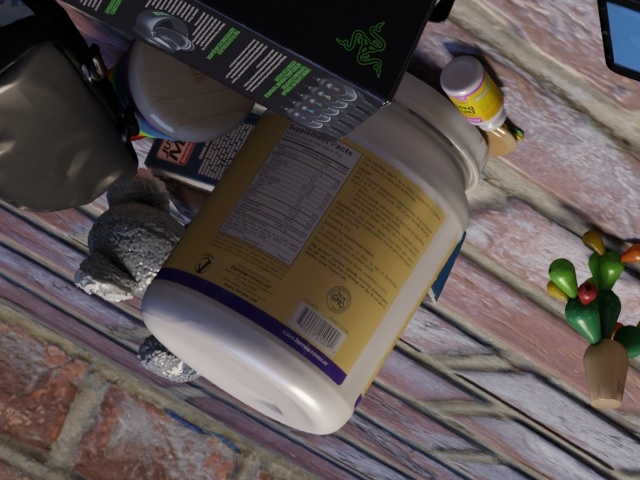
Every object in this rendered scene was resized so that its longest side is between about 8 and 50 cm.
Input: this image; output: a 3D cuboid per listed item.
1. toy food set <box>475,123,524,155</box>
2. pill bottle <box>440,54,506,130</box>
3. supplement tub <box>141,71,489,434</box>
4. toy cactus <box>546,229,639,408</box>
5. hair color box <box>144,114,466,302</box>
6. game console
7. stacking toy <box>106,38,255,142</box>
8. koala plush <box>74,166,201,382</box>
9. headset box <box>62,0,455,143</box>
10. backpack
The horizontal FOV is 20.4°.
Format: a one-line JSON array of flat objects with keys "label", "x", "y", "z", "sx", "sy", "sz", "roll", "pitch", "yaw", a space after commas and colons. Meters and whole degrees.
[{"label": "toy food set", "x": 0.163, "y": -0.111, "z": 1.808, "sx": 0.082, "sy": 0.020, "sz": 0.083, "roll": 32, "pitch": 161, "yaw": -26}, {"label": "pill bottle", "x": 0.149, "y": -0.138, "z": 1.704, "sx": 0.043, "sy": 0.043, "sz": 0.083, "roll": 12, "pitch": 159, "yaw": 35}, {"label": "supplement tub", "x": 0.000, "y": 0.000, "z": 1.785, "sx": 0.241, "sy": 0.331, "sz": 0.241, "roll": 30, "pitch": 165, "yaw": 9}, {"label": "toy cactus", "x": 0.325, "y": 0.096, "z": 1.967, "sx": 0.112, "sy": 0.181, "sz": 0.219, "roll": -9, "pitch": 153, "yaw": 27}, {"label": "hair color box", "x": -0.016, "y": -0.049, "z": 2.097, "sx": 0.347, "sy": 0.105, "sz": 0.174, "roll": 18, "pitch": 162, "yaw": 21}, {"label": "game console", "x": 0.283, "y": -0.131, "z": 1.485, "sx": 0.085, "sy": 0.124, "sz": 0.144, "roll": -8, "pitch": 156, "yaw": 10}, {"label": "stacking toy", "x": -0.176, "y": -0.166, "z": 1.953, "sx": 0.141, "sy": 0.141, "sz": 0.330, "roll": 29, "pitch": 170, "yaw": -16}, {"label": "koala plush", "x": -0.174, "y": 0.027, "z": 2.071, "sx": 0.221, "sy": 0.196, "sz": 0.203, "roll": 33, "pitch": 150, "yaw": -23}, {"label": "headset box", "x": -0.028, "y": -0.240, "z": 1.288, "sx": 0.283, "sy": 0.246, "sz": 0.131, "roll": 28, "pitch": 163, "yaw": -11}, {"label": "backpack", "x": -0.379, "y": -0.206, "z": 1.837, "sx": 0.355, "sy": 0.273, "sz": 0.290, "roll": 61, "pitch": 180, "yaw": 26}]
